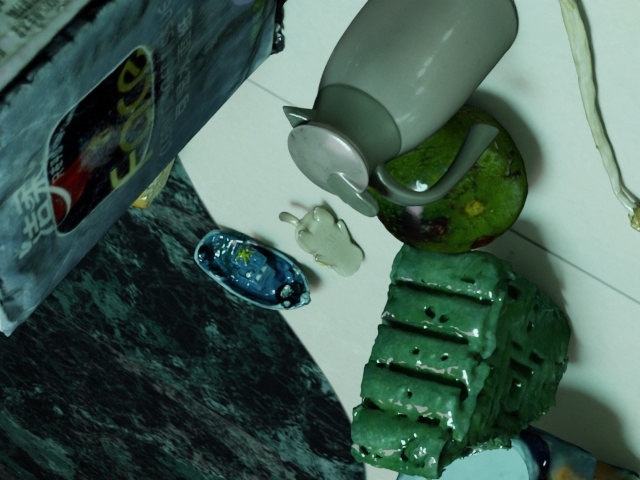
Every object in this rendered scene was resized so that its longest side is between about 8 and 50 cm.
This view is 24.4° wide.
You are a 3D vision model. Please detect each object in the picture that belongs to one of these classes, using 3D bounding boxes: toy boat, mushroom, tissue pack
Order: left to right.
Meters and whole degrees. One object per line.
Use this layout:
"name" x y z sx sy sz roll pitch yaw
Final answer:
"tissue pack" -0.164 -0.132 1.087 0.122 0.361 0.259 29 147 15
"toy boat" -0.066 0.032 1.494 0.137 0.060 0.061 31 170 19
"mushroom" 0.194 -0.114 1.071 0.028 0.026 0.286 -6 128 30

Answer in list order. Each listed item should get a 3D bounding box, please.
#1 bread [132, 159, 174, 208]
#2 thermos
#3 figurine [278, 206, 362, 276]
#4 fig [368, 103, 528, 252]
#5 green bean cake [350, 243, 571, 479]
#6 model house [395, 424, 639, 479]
"bread" -0.180 -0.084 1.453 0.070 0.076 0.083 26 149 -2
"thermos" 0.063 -0.101 1.055 0.137 0.193 0.105 45 148 -12
"figurine" 0.000 0.000 1.409 0.083 0.047 0.051 48 164 -30
"fig" 0.091 -0.062 1.186 0.123 0.123 0.156 65 178 -37
"green bean cake" 0.127 0.118 1.243 0.107 0.193 0.208 5 164 31
"model house" 0.209 0.299 1.415 0.291 0.253 0.184 14 -177 -40
